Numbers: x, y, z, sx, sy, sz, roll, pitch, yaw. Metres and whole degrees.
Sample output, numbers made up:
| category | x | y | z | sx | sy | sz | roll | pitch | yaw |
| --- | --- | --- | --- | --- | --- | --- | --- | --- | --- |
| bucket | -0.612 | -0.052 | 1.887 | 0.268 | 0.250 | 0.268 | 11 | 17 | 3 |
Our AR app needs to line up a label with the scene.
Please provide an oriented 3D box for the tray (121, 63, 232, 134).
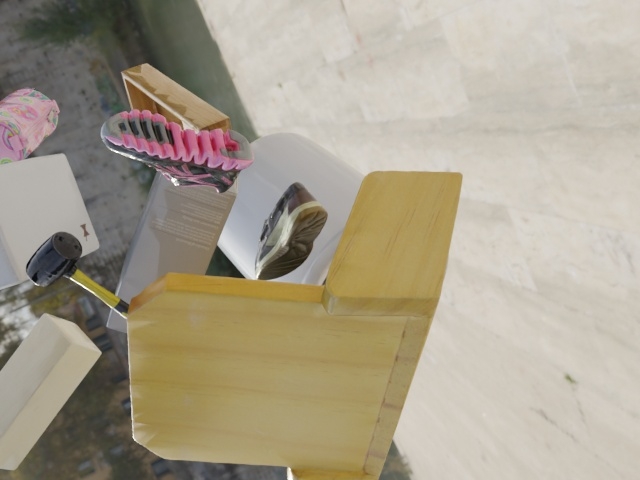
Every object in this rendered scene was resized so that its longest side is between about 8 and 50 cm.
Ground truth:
| category | x | y | z | sx | sy | sz | roll | pitch | yaw |
| --- | --- | --- | --- | --- | --- | --- | --- | --- | --- |
| tray | -0.301 | -0.230 | 1.663 | 0.411 | 0.076 | 0.203 | 39 | 146 | 46 |

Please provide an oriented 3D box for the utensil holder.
| category | x | y | z | sx | sy | sz | roll | pitch | yaw |
| --- | --- | --- | --- | --- | --- | --- | --- | --- | --- |
| utensil holder | 0.000 | 0.000 | 1.487 | 0.385 | 0.327 | 0.328 | 42 | 157 | 41 |

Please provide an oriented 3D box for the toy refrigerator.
| category | x | y | z | sx | sy | sz | roll | pitch | yaw |
| --- | --- | --- | --- | --- | --- | --- | --- | --- | --- |
| toy refrigerator | -0.531 | 0.279 | 1.404 | 0.102 | 0.270 | 0.094 | 35 | 178 | 34 |

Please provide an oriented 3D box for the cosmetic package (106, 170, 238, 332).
| category | x | y | z | sx | sy | sz | roll | pitch | yaw |
| --- | --- | --- | --- | --- | --- | --- | --- | --- | --- |
| cosmetic package | -0.192 | 0.002 | 0.991 | 0.127 | 0.107 | 0.238 | -102 | 31 | -61 |

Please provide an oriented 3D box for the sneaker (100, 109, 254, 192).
| category | x | y | z | sx | sy | sz | roll | pitch | yaw |
| --- | --- | --- | --- | --- | --- | --- | --- | --- | --- |
| sneaker | -0.114 | -0.063 | 0.597 | 0.057 | 0.119 | 0.047 | -53 | 36 | 42 |

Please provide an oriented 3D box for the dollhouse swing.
| category | x | y | z | sx | sy | sz | roll | pitch | yaw |
| --- | --- | --- | --- | --- | --- | --- | --- | --- | --- |
| dollhouse swing | -0.029 | 0.095 | 0.930 | 0.315 | 0.304 | 0.347 | -69 | -9 | -48 |

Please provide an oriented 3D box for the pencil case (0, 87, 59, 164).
| category | x | y | z | sx | sy | sz | roll | pitch | yaw |
| --- | --- | --- | --- | --- | --- | --- | --- | --- | --- |
| pencil case | -0.636 | -0.234 | 1.599 | 0.284 | 0.124 | 0.124 | -95 | -14 | -66 |

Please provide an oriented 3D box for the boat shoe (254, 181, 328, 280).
| category | x | y | z | sx | sy | sz | roll | pitch | yaw |
| --- | --- | --- | --- | --- | --- | --- | --- | --- | --- |
| boat shoe | -0.054 | -0.011 | 1.189 | 0.074 | 0.080 | 0.223 | 67 | 150 | 21 |

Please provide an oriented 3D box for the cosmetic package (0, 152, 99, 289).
| category | x | y | z | sx | sy | sz | roll | pitch | yaw |
| --- | --- | --- | --- | --- | --- | --- | --- | --- | --- |
| cosmetic package | -0.590 | 0.025 | 1.112 | 0.230 | 0.452 | 0.162 | -48 | -60 | -75 |

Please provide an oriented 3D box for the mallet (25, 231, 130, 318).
| category | x | y | z | sx | sy | sz | roll | pitch | yaw |
| --- | --- | --- | --- | --- | --- | --- | --- | --- | --- |
| mallet | -0.234 | 0.068 | 0.834 | 0.190 | 0.062 | 0.039 | 47 | -149 | -25 |
